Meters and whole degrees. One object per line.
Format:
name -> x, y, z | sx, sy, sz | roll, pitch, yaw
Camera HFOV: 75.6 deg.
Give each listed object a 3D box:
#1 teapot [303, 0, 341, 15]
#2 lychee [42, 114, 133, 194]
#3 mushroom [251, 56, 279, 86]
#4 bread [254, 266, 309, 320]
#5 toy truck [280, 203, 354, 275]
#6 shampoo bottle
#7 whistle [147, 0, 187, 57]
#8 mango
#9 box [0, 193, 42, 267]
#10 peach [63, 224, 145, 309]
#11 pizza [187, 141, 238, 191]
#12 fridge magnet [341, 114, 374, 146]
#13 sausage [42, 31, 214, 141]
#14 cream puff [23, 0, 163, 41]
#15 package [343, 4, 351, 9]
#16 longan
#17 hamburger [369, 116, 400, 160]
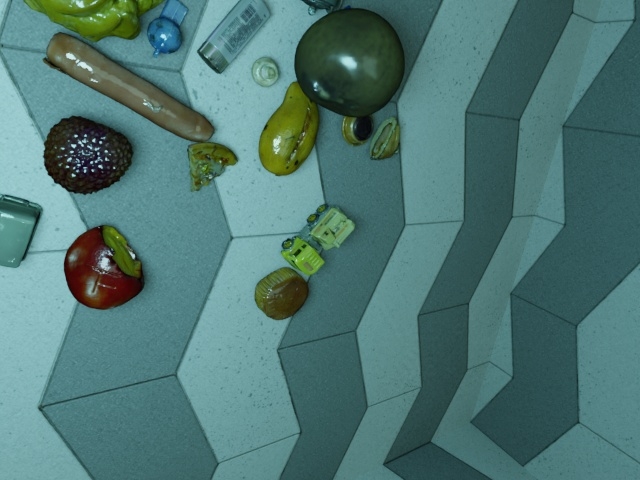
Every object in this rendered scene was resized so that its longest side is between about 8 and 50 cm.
teapot -> 0.000, -0.725, 1.185 | 0.239, 0.162, 0.149 | -25, 138, -59
lychee -> -0.568, -0.200, 0.997 | 0.188, 0.188, 0.188 | -14, 118, -29
mushroom -> -0.162, -0.496, 1.217 | 0.083, 0.067, 0.084 | -18, 120, -35
bread -> -0.140, 0.200, 1.518 | 0.199, 0.104, 0.199 | -16, 121, -29
toy truck -> 0.000, 0.000, 1.490 | 0.272, 0.157, 0.124 | -46, 129, -9
shampoo bottle -> -0.237, -0.573, 1.138 | 0.227, 0.056, 0.086 | -52, 131, -4
whistle -> -0.384, -0.533, 1.039 | 0.090, 0.090, 0.158 | 25, 96, -39
mango -> -0.090, -0.343, 1.300 | 0.177, 0.120, 0.295 | 21, 97, -39
box -> -0.767, -0.017, 1.001 | 0.124, 0.093, 0.172 | 18, 100, -38
peach -> -0.573, 0.069, 1.114 | 0.190, 0.196, 0.226 | -20, 129, -65
pizza -> -0.341, -0.212, 1.209 | 0.176, 0.036, 0.184 | -51, 155, 8
fridge magnet -> 0.136, -0.405, 1.463 | 0.143, 0.063, 0.143 | -15, 116, -32
sausage -> -0.462, -0.368, 1.052 | 0.094, 0.094, 0.419 | -33, 139, 32
cream puff -> -0.474, -0.559, 0.854 | 0.323, 0.270, 0.274 | -4, 118, -31
package -> 0.069, -0.634, 1.338 | 0.173, 0.027, 0.171 | -43, 128, -5
longan -> 0.086, -0.515, 1.209 | 0.319, 0.319, 0.319 | -14, 118, -29
hamburger -> 0.248, -0.366, 1.551 | 0.102, 0.087, 0.176 | 25, 87, -51
